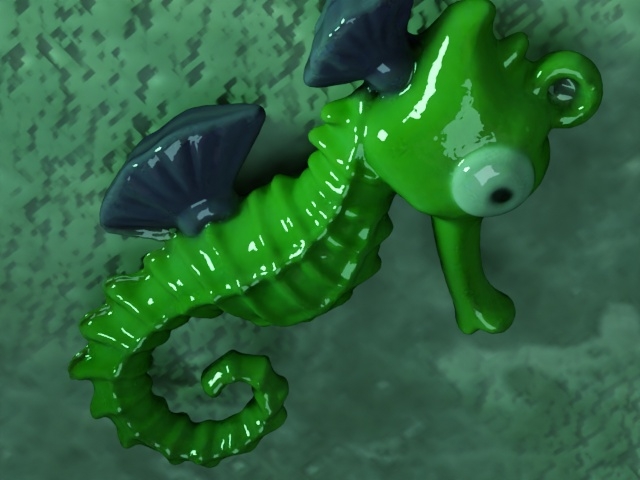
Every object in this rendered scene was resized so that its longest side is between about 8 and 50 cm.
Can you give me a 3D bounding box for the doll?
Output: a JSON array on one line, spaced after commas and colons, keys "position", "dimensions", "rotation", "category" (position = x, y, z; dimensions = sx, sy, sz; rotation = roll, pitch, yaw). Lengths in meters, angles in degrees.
[{"position": [0.000, 0.000, 0.474], "dimensions": [0.190, 0.050, 0.115], "rotation": [-35, 108, 20], "category": "doll"}]
